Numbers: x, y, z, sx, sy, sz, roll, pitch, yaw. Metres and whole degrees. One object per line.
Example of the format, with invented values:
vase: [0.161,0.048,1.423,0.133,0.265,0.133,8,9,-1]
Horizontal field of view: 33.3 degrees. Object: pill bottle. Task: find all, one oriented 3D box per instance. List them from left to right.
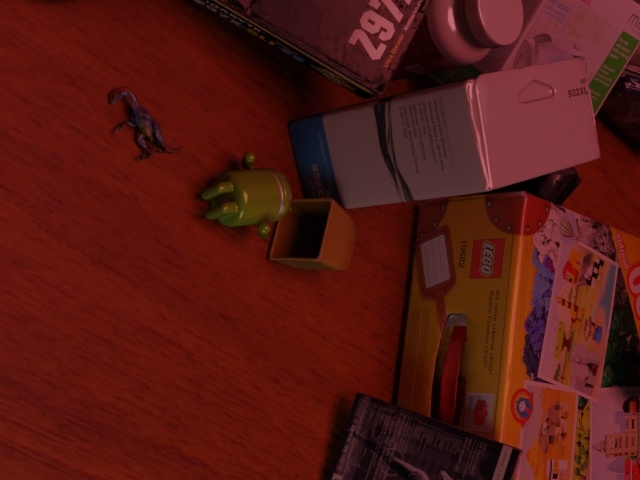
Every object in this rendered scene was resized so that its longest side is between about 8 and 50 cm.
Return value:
pill bottle: [0.150,-0.280,1.388,0.121,0.216,0.121,2,86,-42]

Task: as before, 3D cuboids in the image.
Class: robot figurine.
robot figurine: [-0.083,-0.052,1.270,0.115,0.067,0.101,-7,80,-41]

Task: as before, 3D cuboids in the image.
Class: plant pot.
plant pot: [0.000,0.000,1.334,0.083,0.081,0.081,30,68,-47]

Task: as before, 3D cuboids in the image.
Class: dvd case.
dvd case: [0.119,0.300,1.317,0.018,0.221,0.164,35,73,-65]

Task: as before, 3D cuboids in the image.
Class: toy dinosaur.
toy dinosaur: [-0.204,-0.133,1.204,0.090,0.047,0.082,-16,88,-74]

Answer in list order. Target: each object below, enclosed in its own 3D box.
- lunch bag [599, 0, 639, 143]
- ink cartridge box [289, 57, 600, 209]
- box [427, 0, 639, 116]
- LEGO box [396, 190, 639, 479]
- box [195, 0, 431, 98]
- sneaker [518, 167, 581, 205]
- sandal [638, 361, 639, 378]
lunch bag: [0.576,-0.320,1.781,0.256,0.212,0.305,28,69,-21]
ink cartridge box: [0.149,-0.126,1.318,0.223,0.307,0.129,-16,97,-40]
box: [0.313,-0.280,1.513,0.262,0.127,0.231,14,112,-47]
LEGO box: [0.300,0.221,1.500,0.372,0.193,0.500,16,76,-40]
box: [0.029,-0.367,1.269,0.257,0.079,0.322,29,86,-14]
sneaker: [0.308,-0.102,1.556,0.130,0.087,0.227,39,15,9]
sandal: [0.482,0.180,1.503,0.219,0.060,0.090,1,93,-58]
